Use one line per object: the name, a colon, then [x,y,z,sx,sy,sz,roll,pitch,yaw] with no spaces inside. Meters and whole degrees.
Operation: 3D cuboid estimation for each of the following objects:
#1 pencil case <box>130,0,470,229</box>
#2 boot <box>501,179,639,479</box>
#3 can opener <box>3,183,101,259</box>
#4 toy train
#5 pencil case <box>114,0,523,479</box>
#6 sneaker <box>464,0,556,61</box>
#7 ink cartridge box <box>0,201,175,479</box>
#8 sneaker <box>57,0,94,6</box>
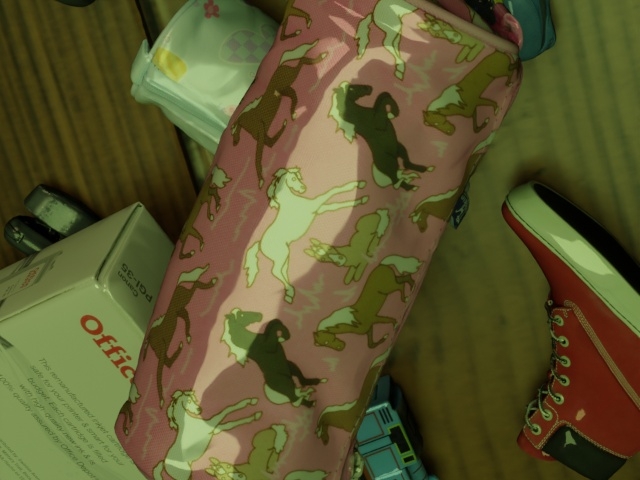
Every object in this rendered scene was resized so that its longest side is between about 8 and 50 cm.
pencil case: [-0.017,-0.079,0.991,0.273,0.124,0.113,39,148,-1]
boot: [0.192,0.083,1.022,0.176,0.088,0.244,-40,100,22]
can opener: [-0.193,0.032,1.100,0.186,0.059,0.073,39,111,-2]
toy train: [0.049,0.212,1.099,0.105,0.080,0.184,-21,102,12]
pencil case: [0.000,0.000,0.863,0.160,0.167,0.386,32,104,43]
sneaker: [0.132,-0.237,0.946,0.082,0.069,0.209,-12,94,-28]
ink cartridge box: [-0.210,0.122,1.062,0.283,0.117,0.207,-24,116,27]
sneaker: [-0.238,-0.292,0.949,0.147,0.105,0.295,-40,116,20]
